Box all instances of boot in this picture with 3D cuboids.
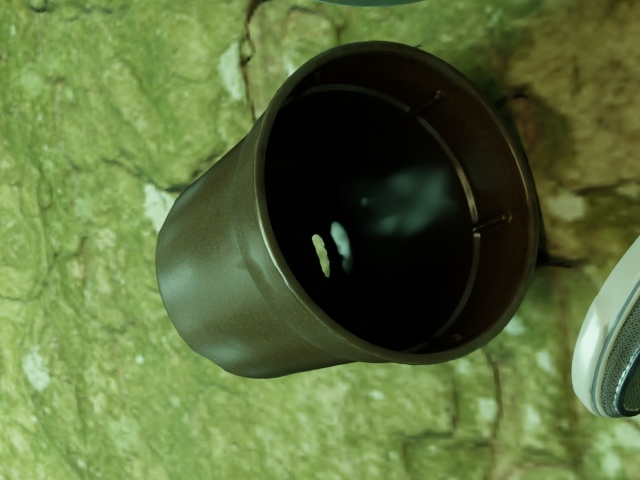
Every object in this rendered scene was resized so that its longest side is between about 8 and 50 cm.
[{"bbox_3d":[0.184,0.024,0.717,0.086,0.069,0.190,49,127,37],"label":"boot"}]

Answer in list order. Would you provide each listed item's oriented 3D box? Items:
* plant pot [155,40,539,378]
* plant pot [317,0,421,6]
[{"bbox_3d":[0.000,0.000,0.871,0.165,0.167,0.167,-26,75,55],"label":"plant pot"},{"bbox_3d":[-0.021,-0.269,0.795,0.255,0.271,0.272,34,121,59],"label":"plant pot"}]
